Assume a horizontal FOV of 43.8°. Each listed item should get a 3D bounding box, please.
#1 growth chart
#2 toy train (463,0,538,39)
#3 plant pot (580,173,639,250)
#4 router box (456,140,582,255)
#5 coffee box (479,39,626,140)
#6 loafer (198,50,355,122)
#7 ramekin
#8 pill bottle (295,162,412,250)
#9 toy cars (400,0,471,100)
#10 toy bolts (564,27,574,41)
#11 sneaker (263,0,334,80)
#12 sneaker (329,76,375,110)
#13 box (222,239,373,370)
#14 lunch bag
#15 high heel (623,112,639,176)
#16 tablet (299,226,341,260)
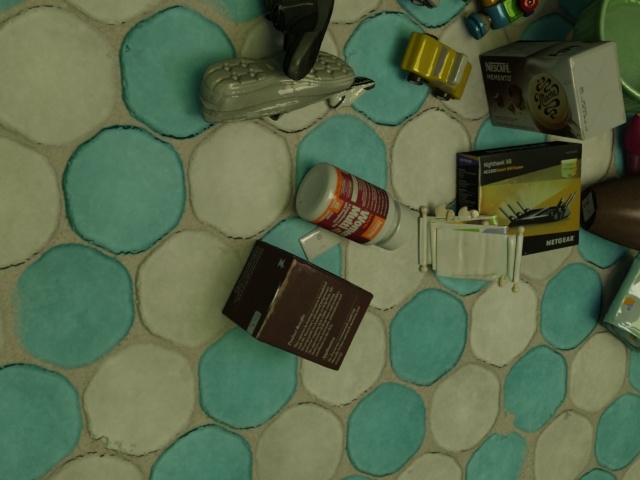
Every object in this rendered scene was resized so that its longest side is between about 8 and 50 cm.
[{"bbox_3d":[0.324,0.013,1.722,0.237,0.021,0.172,10,106,11],"label":"growth chart"},{"bbox_3d":[0.335,-0.551,1.643,0.143,0.105,0.248,-33,115,-4],"label":"toy train"},{"bbox_3d":[0.754,-0.070,1.919,0.230,0.215,0.216,4,100,-5],"label":"plant pot"},{"bbox_3d":[0.455,-0.091,1.812,0.308,0.081,0.243,-10,105,-27],"label":"router box"},{"bbox_3d":[0.472,-0.318,1.645,0.118,0.297,0.168,-23,112,-17],"label":"coffee box"},{"bbox_3d":[-0.079,-0.282,1.476,0.319,0.112,0.111,-12,144,-31],"label":"loafer"},{"bbox_3d":[0.676,-0.411,1.652,0.303,0.148,0.304,1,87,-12],"label":"ramekin"},{"bbox_3d":[0.070,-0.061,1.584,0.221,0.121,0.121,23,90,-30],"label":"pill bottle"},{"bbox_3d":[0.225,-0.436,1.574,0.176,0.087,0.394,-39,125,-26],"label":"toy cars"},{"bbox_3d":[0.666,-0.442,1.772,0.229,0.218,0.158,-54,145,-16],"label":"toy bolts"},{"bbox_3d":[-0.057,-0.383,1.429,0.130,0.087,0.228,14,61,3],"label":"sneaker"},{"bbox_3d":[0.061,-0.292,1.581,0.109,0.040,0.044,-23,128,-19],"label":"sneaker"},{"bbox_3d":[-0.044,0.124,1.536,0.203,0.167,0.169,28,88,-30],"label":"box"},{"bbox_3d":[0.847,0.168,2.038,0.262,0.160,0.223,32,86,-26],"label":"lunch bag"},{"bbox_3d":[0.919,-0.289,1.979,0.377,0.127,0.181,-27,132,-18],"label":"high heel"},{"bbox_3d":[0.000,0.000,1.626,0.083,0.006,0.054,-32,114,-20],"label":"tablet"}]
